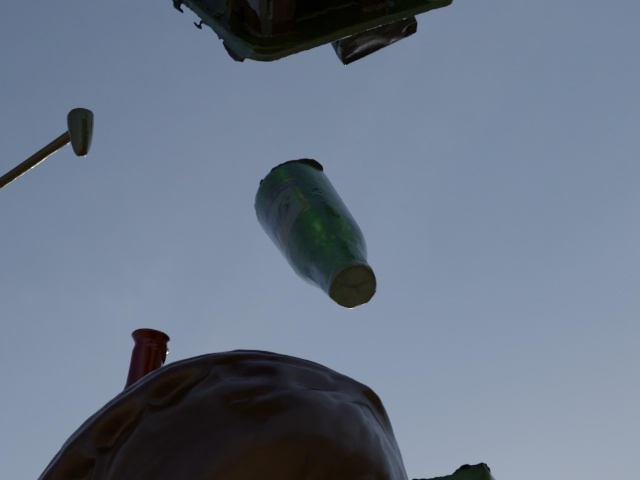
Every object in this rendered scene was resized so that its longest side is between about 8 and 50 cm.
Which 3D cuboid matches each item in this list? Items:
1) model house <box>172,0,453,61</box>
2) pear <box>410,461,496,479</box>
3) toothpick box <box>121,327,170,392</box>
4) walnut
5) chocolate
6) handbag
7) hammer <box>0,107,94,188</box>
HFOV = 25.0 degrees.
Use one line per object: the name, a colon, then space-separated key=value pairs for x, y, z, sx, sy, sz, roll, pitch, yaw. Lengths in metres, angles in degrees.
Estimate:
model house: x=-0.052 y=-0.388 z=1.324 sx=0.242 sy=0.357 sz=0.313 roll=-19 pitch=-48 yaw=-27
pear: x=0.067 y=0.451 z=1.679 sx=0.342 sy=0.318 sz=0.238 roll=-15 pitch=-57 yaw=24
toothpick box: x=-0.198 y=0.143 z=1.644 sx=0.047 sy=0.083 sz=0.047 roll=5 pitch=-28 yaw=3
walnut: x=-0.097 y=0.267 z=1.209 sx=0.398 sy=0.354 sz=0.308 roll=-47 pitch=-70 yaw=-9
chocolate: x=0.000 y=0.000 z=1.640 sx=0.110 sy=0.291 sz=0.110 roll=-5 pitch=-69 yaw=-13
handbag: x=0.058 y=-0.298 z=1.799 sx=0.115 sy=0.072 sz=0.139 roll=-24 pitch=-23 yaw=-5
hammer: x=-0.313 y=-0.071 z=1.539 sx=0.195 sy=0.060 sz=0.028 roll=-30 pitch=-44 yaw=28
